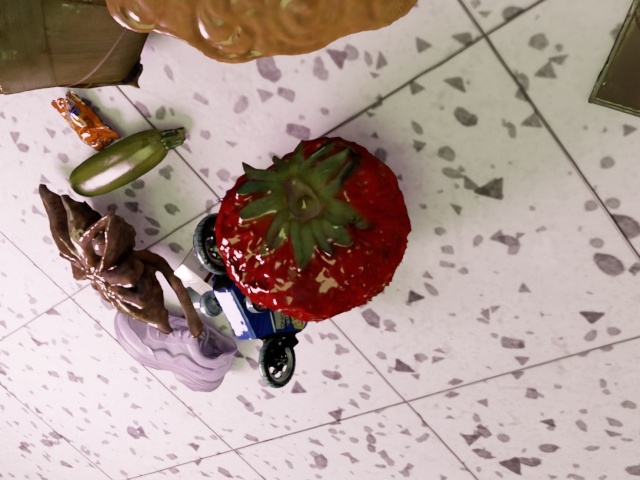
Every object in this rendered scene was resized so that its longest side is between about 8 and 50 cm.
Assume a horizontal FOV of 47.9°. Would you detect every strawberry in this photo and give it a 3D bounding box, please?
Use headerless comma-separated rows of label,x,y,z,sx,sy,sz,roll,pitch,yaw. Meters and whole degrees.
strawberry,0.000,0.000,0.990,0.257,0.258,0.277,13,164,15

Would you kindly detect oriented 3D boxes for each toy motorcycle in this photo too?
toy motorcycle,-0.095,0.074,1.140,0.113,0.169,0.316,-8,114,38

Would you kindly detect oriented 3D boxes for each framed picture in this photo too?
framed picture,0.375,-0.200,0.790,0.109,0.011,0.149,19,133,8

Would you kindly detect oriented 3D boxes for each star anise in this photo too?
star anise,-0.348,0.037,1.231,0.349,0.109,0.292,16,147,42

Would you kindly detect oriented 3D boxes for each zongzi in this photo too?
zongzi,-0.328,-0.284,0.838,0.154,0.317,0.289,46,134,12

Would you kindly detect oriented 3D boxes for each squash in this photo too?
squash,-0.314,-0.121,1.131,0.252,0.066,0.066,-20,117,35

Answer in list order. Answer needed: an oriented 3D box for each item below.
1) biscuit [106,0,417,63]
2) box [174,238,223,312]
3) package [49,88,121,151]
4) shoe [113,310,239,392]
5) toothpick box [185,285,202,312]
biscuit,-0.075,-0.358,0.736,0.384,0.062,0.365,-6,127,2
box,-0.161,0.070,1.210,0.154,0.084,0.040,41,133,-12
package,-0.368,-0.185,1.126,0.077,0.033,0.111,-26,119,27
shoe,-0.268,0.185,1.355,0.245,0.095,0.137,34,130,-10
toothpick box,-0.199,0.103,1.276,0.083,0.052,0.052,-5,125,30
